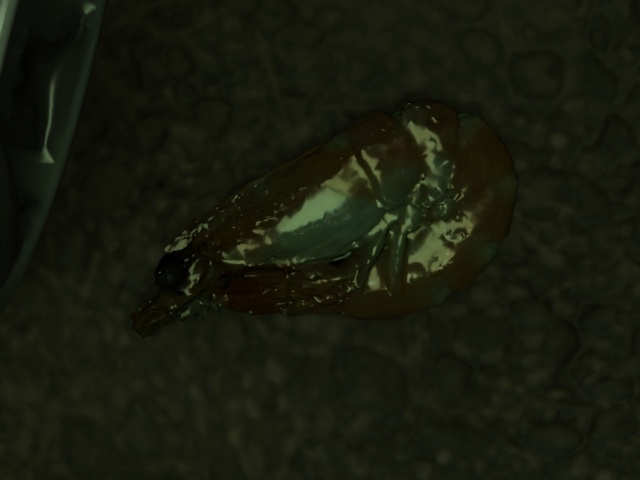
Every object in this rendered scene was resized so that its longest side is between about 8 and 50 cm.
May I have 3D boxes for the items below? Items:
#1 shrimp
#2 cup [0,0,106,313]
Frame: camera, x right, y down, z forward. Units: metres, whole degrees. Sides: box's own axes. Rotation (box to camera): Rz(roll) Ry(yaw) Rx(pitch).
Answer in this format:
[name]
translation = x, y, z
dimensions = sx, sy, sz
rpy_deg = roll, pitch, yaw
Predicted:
[shrimp]
translation = 0.000, 0.000, 0.754
dimensions = 0.184, 0.043, 0.091
rpy_deg = -19, 100, 1
[cup]
translation = -0.254, -0.108, 0.654
dimensions = 0.317, 0.212, 0.212
rpy_deg = 14, 96, -2
